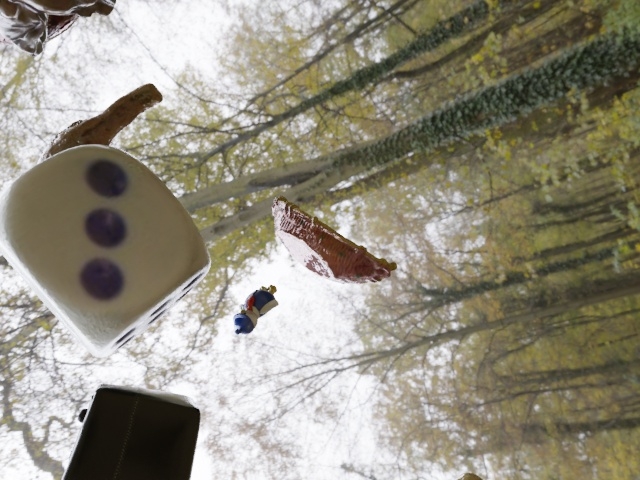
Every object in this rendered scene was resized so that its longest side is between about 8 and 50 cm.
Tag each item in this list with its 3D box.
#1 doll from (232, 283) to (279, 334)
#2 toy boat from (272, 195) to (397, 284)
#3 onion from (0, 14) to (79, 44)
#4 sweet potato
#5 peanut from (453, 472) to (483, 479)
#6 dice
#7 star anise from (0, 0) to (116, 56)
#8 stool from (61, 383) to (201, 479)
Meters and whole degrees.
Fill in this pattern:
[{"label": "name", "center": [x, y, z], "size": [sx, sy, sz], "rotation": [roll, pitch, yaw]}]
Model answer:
[{"label": "doll", "center": [-0.131, 0.139, 0.980], "size": [0.058, 0.098, 0.143], "rotation": [66, -147, -22]}, {"label": "toy boat", "center": [-0.003, 0.004, 0.985], "size": [0.099, 0.318, 0.141], "rotation": [-36, -37, -32]}, {"label": "onion", "center": [-0.516, -0.451, 0.795], "size": [0.276, 0.276, 0.276], "rotation": [32, -134, -41]}, {"label": "sweet potato", "center": [-0.526, -0.229, 1.135], "size": [0.109, 0.385, 0.109], "rotation": [47, -177, -4]}, {"label": "peanut", "center": [0.181, 0.338, 0.391], "size": [0.387, 0.169, 0.192], "rotation": [-117, 19, -77]}, {"label": "dice", "center": [-0.401, 0.022, 0.931], "size": [0.304, 0.304, 0.277], "rotation": [48, -120, -2]}, {"label": "star anise", "center": [-0.240, -0.200, 0.339], "size": [0.223, 0.236, 0.109], "rotation": [-16, -101, -27]}, {"label": "stool", "center": [-0.238, 0.286, 0.596], "size": [0.141, 0.232, 0.232], "rotation": [18, -129, -15]}]
